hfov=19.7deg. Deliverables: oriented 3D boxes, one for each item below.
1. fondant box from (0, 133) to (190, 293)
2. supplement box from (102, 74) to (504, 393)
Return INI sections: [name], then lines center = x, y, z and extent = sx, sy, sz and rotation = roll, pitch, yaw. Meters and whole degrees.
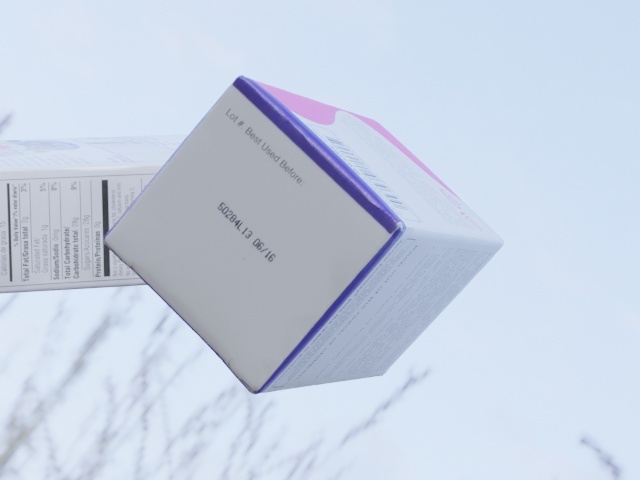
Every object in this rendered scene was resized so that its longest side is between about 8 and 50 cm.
[fondant box]
center = -0.189, -0.025, 1.417
extent = 0.238, 0.330, 0.096
rotation = -160, -111, -69
[supplement box]
center = 0.000, 0.000, 0.959
extent = 0.111, 0.220, 0.114
rotation = 44, -78, 15
